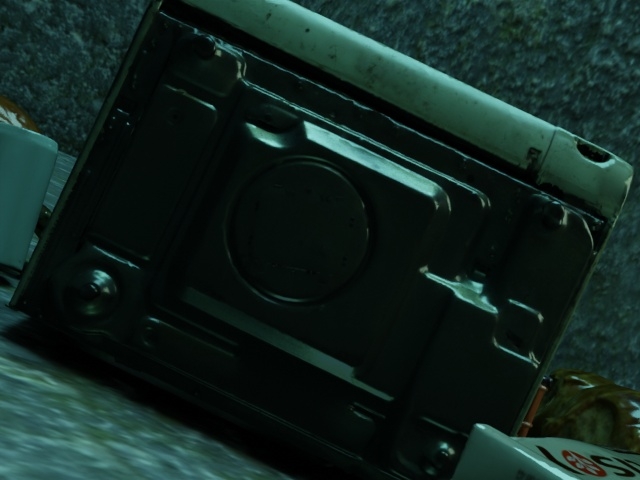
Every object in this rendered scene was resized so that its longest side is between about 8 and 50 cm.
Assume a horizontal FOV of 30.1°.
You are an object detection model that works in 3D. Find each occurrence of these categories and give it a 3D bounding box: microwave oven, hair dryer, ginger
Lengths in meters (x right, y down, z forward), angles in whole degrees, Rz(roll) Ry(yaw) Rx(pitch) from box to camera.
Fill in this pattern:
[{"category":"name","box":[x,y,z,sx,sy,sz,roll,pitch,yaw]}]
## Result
[{"category":"microwave oven","box":[0.000,0.000,0.975,0.394,0.333,0.247,25,-3,-2]},{"category":"hair dryer","box":[-0.330,-0.038,1.173,0.073,0.131,0.236,21,-10,-26]},{"category":"ginger","box":[0.382,0.287,1.430,0.274,0.152,0.357,46,0,-5]}]

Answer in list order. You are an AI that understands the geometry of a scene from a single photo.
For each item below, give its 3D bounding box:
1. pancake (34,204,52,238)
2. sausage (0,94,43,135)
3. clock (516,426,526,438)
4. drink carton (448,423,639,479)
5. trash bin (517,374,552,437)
[{"category":"pancake","box":[-0.224,0.034,1.221,0.235,0.029,0.212,37,-11,1]},{"category":"sausage","box":[-0.425,-0.117,1.314,0.268,0.153,0.141,28,-14,-16]},{"category":"clock","box":[0.341,0.308,1.686,0.205,0.051,0.205,27,2,-1]},{"category":"drink carton","box":[0.211,0.222,0.773,0.194,0.132,0.324,26,2,32]},{"category":"trash bin","box":[0.103,0.151,1.238,0.184,0.161,0.238,27,9,38]}]
